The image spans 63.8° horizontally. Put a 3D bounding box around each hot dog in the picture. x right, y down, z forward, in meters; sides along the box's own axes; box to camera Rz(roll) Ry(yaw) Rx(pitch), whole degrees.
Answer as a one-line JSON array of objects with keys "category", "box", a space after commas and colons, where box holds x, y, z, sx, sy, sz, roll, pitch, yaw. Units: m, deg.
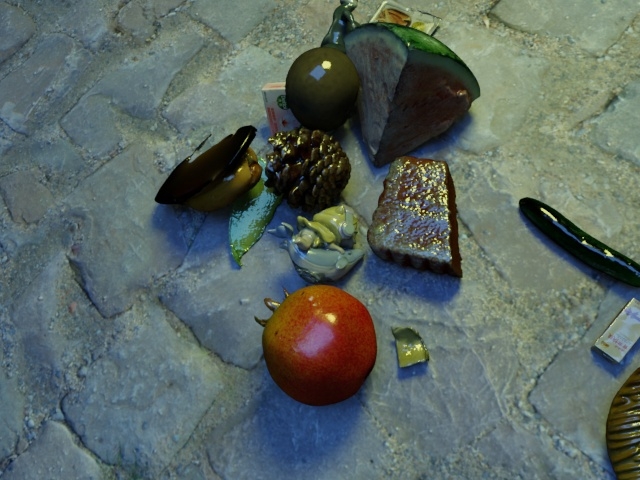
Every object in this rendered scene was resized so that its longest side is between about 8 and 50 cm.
[{"category": "hot dog", "box": [-0.235, -0.146, 1.182, 0.326, 0.107, 0.194, 0, 58, 50]}]

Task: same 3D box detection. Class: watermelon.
[{"category": "watermelon", "box": [0.178, -0.343, 1.142, 0.292, 0.283, 0.250, -43, 42, 39]}]

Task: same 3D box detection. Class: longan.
[{"category": "longan", "box": [0.004, -0.326, 1.119, 0.168, 0.187, 0.167, -6, 42, 6]}]

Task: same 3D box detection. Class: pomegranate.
[{"category": "pomegranate", "box": [-0.017, 0.187, 0.977, 0.257, 0.221, 0.221, 27, 78, 31]}]

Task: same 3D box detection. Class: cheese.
[{"category": "cheese", "box": [0.174, 0.202, 1.008, 0.060, 0.041, 0.084, -20, 78, 15]}]

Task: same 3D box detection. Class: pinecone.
[{"category": "pinecone", "box": [-0.037, -0.162, 1.122, 0.205, 0.184, 0.179, 35, 51, 19]}]

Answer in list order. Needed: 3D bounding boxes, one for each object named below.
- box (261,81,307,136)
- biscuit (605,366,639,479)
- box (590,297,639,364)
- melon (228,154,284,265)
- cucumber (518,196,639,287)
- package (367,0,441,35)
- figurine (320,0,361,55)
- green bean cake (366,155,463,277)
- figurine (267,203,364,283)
[{"category": "box", "box": [-0.083, -0.312, 1.231, 0.089, 0.125, 0.043, 1, 38, 17]}, {"category": "biscuit", "box": [0.620, 0.322, 0.796, 0.318, 0.040, 0.317, -2, 84, 19]}, {"category": "box", "box": [0.545, 0.163, 0.924, 0.051, 0.036, 0.117, 38, 83, 25]}, {"category": "melon", "box": [-0.152, -0.064, 1.209, 0.114, 0.053, 0.261, 19, 78, 2]}, {"category": "cucumber", "box": [0.497, 0.001, 0.992, 0.056, 0.056, 0.284, -46, 61, -5]}, {"category": "package", "box": [0.188, -0.515, 1.289, 0.171, 0.027, 0.173, 31, 82, 21]}, {"category": "figurine", "box": [0.059, -0.455, 1.240, 0.193, 0.140, 0.265, 19, 101, 6]}, {"category": "green bean cake", "box": [0.214, -0.053, 1.065, 0.199, 0.097, 0.232, 10, 72, 20]}, {"category": "figurine", "box": [0.000, 0.000, 1.075, 0.209, 0.128, 0.183, 23, 72, -20]}]
